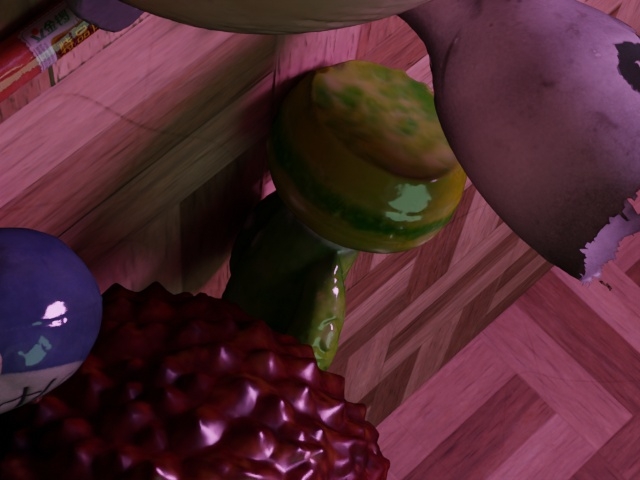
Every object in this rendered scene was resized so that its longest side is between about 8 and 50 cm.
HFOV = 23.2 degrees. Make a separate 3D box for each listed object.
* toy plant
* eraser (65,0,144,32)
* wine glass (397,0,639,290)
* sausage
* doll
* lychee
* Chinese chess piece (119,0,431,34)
[{"bbox_3d":[0.000,0.000,1.472,0.185,0.224,0.316,10,134,-25],"label":"toy plant"},{"bbox_3d":[-0.037,-0.274,0.928,0.352,0.061,0.089,-48,166,9],"label":"eraser"},{"bbox_3d":[0.156,-0.132,1.250,0.190,0.357,0.190,-41,161,-17],"label":"wine glass"},{"bbox_3d":[-0.159,-0.144,1.001,0.253,0.034,0.034,-42,164,-17],"label":"sausage"},{"bbox_3d":[-0.269,0.077,1.069,0.228,0.154,0.258,-16,178,38],"label":"doll"},{"bbox_3d":[-0.137,0.238,1.324,0.424,0.424,0.500,-51,170,20],"label":"lychee"},{"bbox_3d":[-0.022,-0.241,0.539,0.141,0.338,0.338,-11,146,-37],"label":"Chinese chess piece"}]
